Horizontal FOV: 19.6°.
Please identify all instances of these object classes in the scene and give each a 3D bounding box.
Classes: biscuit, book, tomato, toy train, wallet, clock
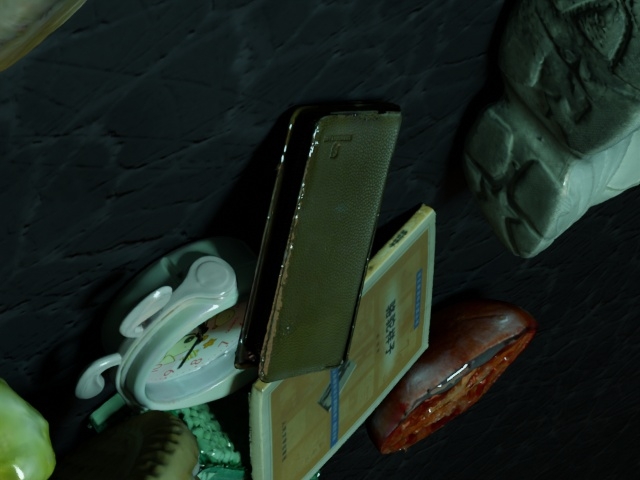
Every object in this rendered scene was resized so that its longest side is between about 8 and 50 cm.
[{"bbox_3d":[-0.180,0.224,1.284,0.259,0.079,0.259,-37,-166,11],"label":"biscuit"},{"bbox_3d":[0.021,0.100,1.500,0.241,0.018,0.170,-45,150,-36],"label":"book"},{"bbox_3d":[0.107,0.116,1.730,0.174,0.082,0.166,-25,159,-38],"label":"tomato"},{"bbox_3d":[-0.113,0.199,1.520,0.154,0.115,0.269,-40,157,12],"label":"toy train"},{"bbox_3d":[0.000,0.000,1.300,0.110,0.031,0.198,-7,115,-51],"label":"wallet"},{"bbox_3d":[-0.091,0.058,1.346,0.191,0.062,0.151,-9,145,-49],"label":"clock"}]

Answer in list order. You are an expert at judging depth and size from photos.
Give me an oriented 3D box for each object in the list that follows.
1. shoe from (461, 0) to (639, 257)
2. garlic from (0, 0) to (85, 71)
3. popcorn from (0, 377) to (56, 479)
[{"bbox_3d":[0.238,-0.138,1.387,0.210,0.132,0.342,-31,161,-27],"label":"shoe"},{"bbox_3d":[-0.120,-0.157,0.864,0.195,0.087,0.101,-42,171,2],"label":"garlic"},{"bbox_3d":[-0.280,0.211,1.116,0.174,0.225,0.286,30,137,-22],"label":"popcorn"}]
